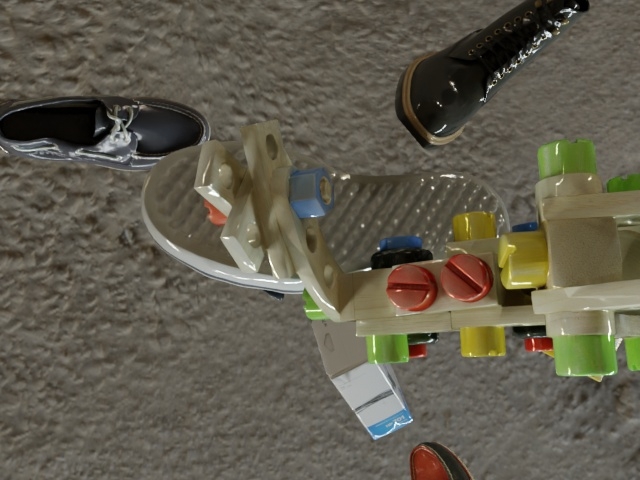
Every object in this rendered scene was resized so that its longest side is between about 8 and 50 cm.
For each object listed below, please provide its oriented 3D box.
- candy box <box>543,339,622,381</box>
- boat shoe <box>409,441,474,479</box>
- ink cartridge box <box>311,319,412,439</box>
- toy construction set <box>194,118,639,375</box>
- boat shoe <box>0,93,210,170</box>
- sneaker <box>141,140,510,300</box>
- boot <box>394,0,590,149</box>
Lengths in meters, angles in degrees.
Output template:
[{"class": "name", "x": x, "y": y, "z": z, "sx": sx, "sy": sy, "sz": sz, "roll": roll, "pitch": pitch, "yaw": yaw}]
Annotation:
[{"class": "candy box", "x": 0.363, "y": 0.069, "z": 0.896, "sx": 0.027, "sy": 0.105, "sz": 0.206, "roll": 27, "pitch": 91, "yaw": -31}, {"class": "boat shoe", "x": 0.088, "y": 0.203, "z": 0.481, "sx": 0.043, "sy": 0.137, "sz": 0.049, "roll": 17, "pitch": 130, "yaw": -34}, {"class": "ink cartridge box", "x": 0.070, "y": 0.219, "z": 1.158, "sx": 0.082, "sy": 0.139, "sz": 0.191, "roll": -26, "pitch": 129, "yaw": 5}, {"class": "toy construction set", "x": 0.082, "y": 0.015, "z": 0.431, "sx": 0.327, "sy": 0.215, "sz": 0.151, "roll": 9, "pitch": 86, "yaw": 26}, {"class": "boat shoe", "x": -0.205, "y": -0.102, "z": 0.658, "sx": 0.206, "sy": 0.065, "sz": 0.075, "roll": 0, "pitch": 99, "yaw": -17}, {"class": "sneaker", "x": 0.000, "y": 0.000, "z": 0.609, "sx": 0.321, "sy": 0.127, "sz": 0.126, "roll": 5, "pitch": 67, "yaw": -21}, {"class": "boot", "x": 0.154, "y": -0.165, "z": 0.600, "sx": 0.077, "sy": 0.198, "sz": 0.137, "roll": 49, "pitch": 136, "yaw": -12}]
